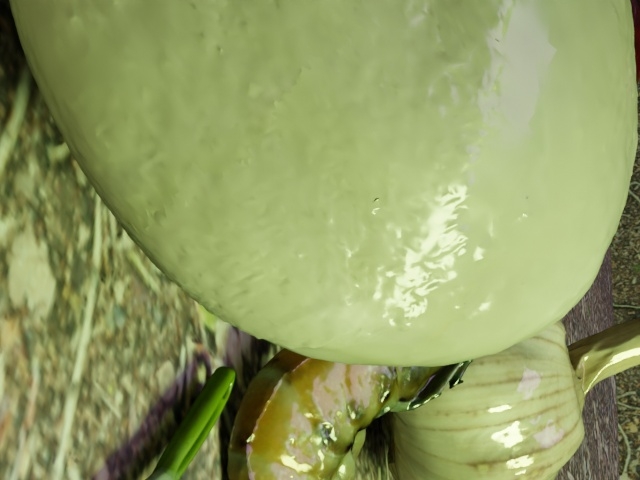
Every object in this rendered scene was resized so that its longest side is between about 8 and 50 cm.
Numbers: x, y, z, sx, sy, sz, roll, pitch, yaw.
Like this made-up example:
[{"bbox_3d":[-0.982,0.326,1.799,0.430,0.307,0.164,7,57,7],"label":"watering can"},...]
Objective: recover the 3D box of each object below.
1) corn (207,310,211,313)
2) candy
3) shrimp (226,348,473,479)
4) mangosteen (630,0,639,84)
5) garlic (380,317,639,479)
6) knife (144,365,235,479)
[{"bbox_3d":[0.000,0.000,0.662,0.211,0.087,0.087,-9,93,-72],"label":"corn"},{"bbox_3d":[0.012,-0.092,0.486,0.295,0.185,0.295,27,47,-33],"label":"candy"},{"bbox_3d":[0.061,0.117,0.701,0.262,0.051,0.198,-31,108,-39],"label":"shrimp"},{"bbox_3d":[0.065,-0.143,0.775,0.261,0.235,0.235,24,50,-19],"label":"mangosteen"},{"bbox_3d":[0.145,0.082,0.849,0.199,0.226,0.199,167,-90,-88],"label":"garlic"},{"bbox_3d":[-0.065,0.095,0.527,0.022,0.026,0.184,-59,179,23],"label":"knife"}]
